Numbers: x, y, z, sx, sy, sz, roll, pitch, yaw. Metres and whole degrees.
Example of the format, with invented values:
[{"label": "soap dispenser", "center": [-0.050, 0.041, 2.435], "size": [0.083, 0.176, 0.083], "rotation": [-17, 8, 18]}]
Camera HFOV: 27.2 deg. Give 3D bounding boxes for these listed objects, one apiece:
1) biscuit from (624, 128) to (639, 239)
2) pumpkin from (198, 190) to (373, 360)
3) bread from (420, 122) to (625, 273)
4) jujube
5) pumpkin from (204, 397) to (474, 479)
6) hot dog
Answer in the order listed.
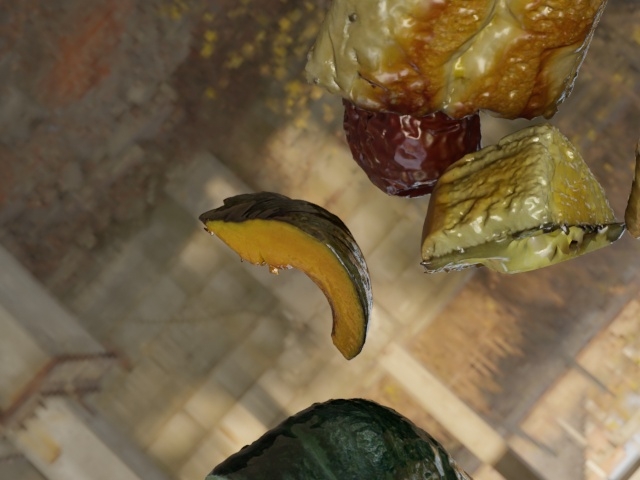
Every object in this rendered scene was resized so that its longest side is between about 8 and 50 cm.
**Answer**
[{"label": "biscuit", "center": [0.506, -0.241, 1.475], "size": [0.429, 0.104, 0.446], "rotation": [-43, 155, -14]}, {"label": "pumpkin", "center": [0.000, 0.000, 1.578], "size": [0.130, 0.254, 0.149], "rotation": [-43, 176, -40]}, {"label": "bread", "center": [0.224, -0.037, 1.598], "size": [0.204, 0.162, 0.262], "rotation": [-24, 164, 28]}, {"label": "jujube", "center": [0.132, -0.186, 1.978], "size": [0.213, 0.232, 0.213], "rotation": [-10, 170, -2]}, {"label": "pumpkin", "center": [0.064, 0.273, 1.228], "size": [0.197, 0.293, 0.263], "rotation": [-41, -160, -19]}, {"label": "hot dog", "center": [0.193, -0.339, 1.615], "size": [0.367, 0.196, 0.365], "rotation": [0, 142, -16]}]
